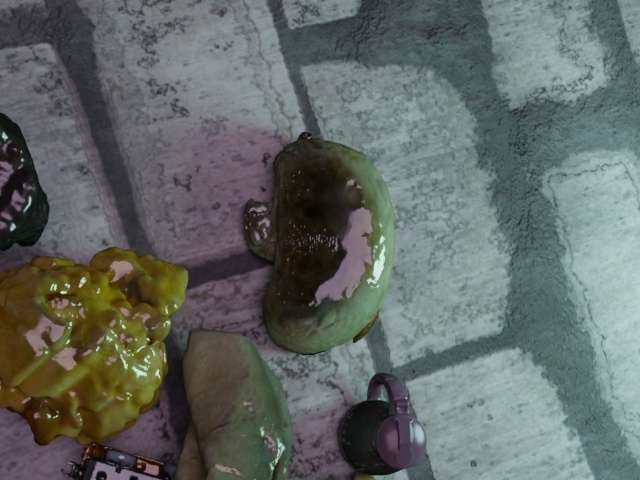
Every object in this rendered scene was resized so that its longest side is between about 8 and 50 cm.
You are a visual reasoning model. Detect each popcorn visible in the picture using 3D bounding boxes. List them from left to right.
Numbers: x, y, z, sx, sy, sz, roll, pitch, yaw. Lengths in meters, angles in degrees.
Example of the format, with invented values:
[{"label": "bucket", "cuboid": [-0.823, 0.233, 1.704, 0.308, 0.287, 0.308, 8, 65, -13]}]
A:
[{"label": "popcorn", "cuboid": [-0.314, 0.132, 1.120, 0.332, 0.225, 0.265, -32, 87, -32]}]

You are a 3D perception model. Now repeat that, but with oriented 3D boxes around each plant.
[{"label": "plant", "cuboid": [-0.460, -0.067, 1.073, 0.188, 0.276, 0.198, -20, 97, -16]}]

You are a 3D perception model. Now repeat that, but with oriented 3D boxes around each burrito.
[{"label": "burrito", "cuboid": [-0.109, 0.270, 1.127, 0.190, 0.135, 0.331, 35, 40, -31]}]

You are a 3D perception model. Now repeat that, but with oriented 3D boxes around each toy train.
[{"label": "toy train", "cuboid": [-0.248, 0.345, 1.150, 0.219, 0.127, 0.089, 18, 68, -10]}]

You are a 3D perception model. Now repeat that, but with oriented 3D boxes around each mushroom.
[{"label": "mushroom", "cuboid": [0.000, 0.001, 1.281, 0.248, 0.130, 0.344, 14, 77, -8]}]

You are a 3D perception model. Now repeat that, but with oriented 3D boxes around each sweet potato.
[{"label": "sweet potato", "cuboid": [0.075, 0.122, 1.342, 0.034, 0.034, 0.095, 25, 76, -13]}]

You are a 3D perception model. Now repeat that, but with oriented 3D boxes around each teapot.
[{"label": "teapot", "cuboid": [0.107, 0.287, 1.266, 0.116, 0.146, 0.148, 33, 72, -11]}]

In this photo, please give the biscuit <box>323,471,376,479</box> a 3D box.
[{"label": "biscuit", "cuboid": [0.096, 0.402, 1.249, 0.234, 0.153, 0.030, 14, 103, -24]}]
